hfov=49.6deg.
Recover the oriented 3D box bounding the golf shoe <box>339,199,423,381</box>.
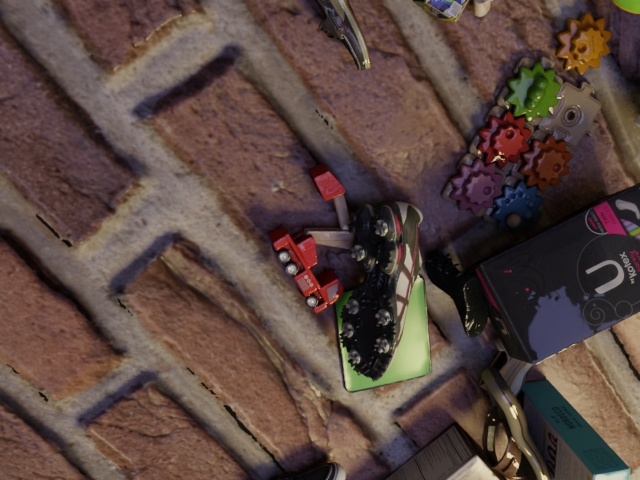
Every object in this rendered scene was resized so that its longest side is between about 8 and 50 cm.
[{"bbox_3d":[0.104,0.076,1.025,0.120,0.105,0.273,-10,112,-45],"label":"golf shoe"}]

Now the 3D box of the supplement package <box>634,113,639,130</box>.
[{"bbox_3d":[0.620,-0.154,0.997,0.261,0.145,0.204,33,101,-38],"label":"supplement package"}]

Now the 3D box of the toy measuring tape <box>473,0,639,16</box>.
[{"bbox_3d":[0.375,-0.338,0.914,0.330,0.121,0.121,-20,113,8],"label":"toy measuring tape"}]

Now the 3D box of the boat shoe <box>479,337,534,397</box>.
[{"bbox_3d":[0.322,0.177,1.142,0.072,0.068,0.190,20,105,-6],"label":"boat shoe"}]

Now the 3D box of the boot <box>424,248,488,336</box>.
[{"bbox_3d":[0.206,0.079,1.062,0.045,0.099,0.121,-28,123,-17],"label":"boot"}]

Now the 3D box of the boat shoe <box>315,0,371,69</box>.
[{"bbox_3d":[0.020,-0.292,0.915,0.049,0.056,0.152,-26,103,4],"label":"boat shoe"}]

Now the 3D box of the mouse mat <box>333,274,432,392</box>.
[{"bbox_3d":[0.103,0.153,1.118,0.152,0.007,0.190,-11,113,-7],"label":"mouse mat"}]

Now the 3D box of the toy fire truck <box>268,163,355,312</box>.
[{"bbox_3d":[0.000,0.000,1.018,0.135,0.047,0.192,-31,114,-1],"label":"toy fire truck"}]

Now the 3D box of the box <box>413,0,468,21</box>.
[{"bbox_3d":[0.193,-0.378,0.912,0.054,0.059,0.169,27,103,-18],"label":"box"}]

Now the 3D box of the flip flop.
[{"bbox_3d":[0.301,0.326,1.125,0.080,0.112,0.277,-27,117,-3],"label":"flip flop"}]

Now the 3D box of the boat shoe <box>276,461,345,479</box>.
[{"bbox_3d":[-0.064,0.435,1.154,0.228,0.080,0.076,-37,114,12],"label":"boat shoe"}]

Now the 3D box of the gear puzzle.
[{"bbox_3d":[0.334,-0.170,1.025,0.175,0.044,0.339,24,103,-19],"label":"gear puzzle"}]

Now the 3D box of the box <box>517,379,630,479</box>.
[{"bbox_3d":[0.395,0.332,1.113,0.060,0.244,0.101,-7,112,-9],"label":"box"}]

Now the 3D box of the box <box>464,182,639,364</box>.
[{"bbox_3d":[0.380,0.050,1.034,0.270,0.143,0.165,-28,85,0],"label":"box"}]

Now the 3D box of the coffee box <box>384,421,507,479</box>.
[{"bbox_3d":[0.196,0.456,1.197,0.246,0.098,0.141,-40,112,5],"label":"coffee box"}]
